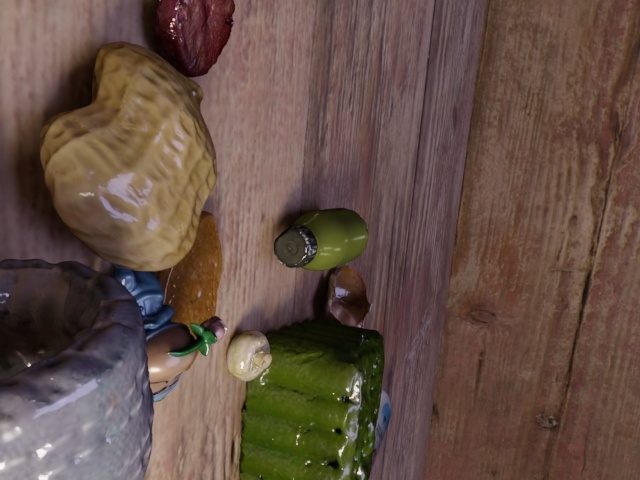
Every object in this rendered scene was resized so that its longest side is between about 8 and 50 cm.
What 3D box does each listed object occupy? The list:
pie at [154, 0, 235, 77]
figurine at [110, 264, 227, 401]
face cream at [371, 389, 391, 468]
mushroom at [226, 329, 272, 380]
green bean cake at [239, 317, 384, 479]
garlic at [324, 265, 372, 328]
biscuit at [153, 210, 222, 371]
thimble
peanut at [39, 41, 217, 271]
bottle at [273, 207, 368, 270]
[{"bbox_3d":[-0.145,-0.266,0.744,0.154,0.036,0.154,18,90,-76],"label":"pie"},{"bbox_3d":[-0.187,0.098,0.694,0.114,0.145,0.178,-29,115,-68],"label":"figurine"},{"bbox_3d":[0.111,0.574,1.720,0.336,0.080,0.163,-59,150,-44],"label":"face cream"},{"bbox_3d":[-0.113,0.185,1.005,0.084,0.068,0.083,-34,133,-47],"label":"mushroom"},{"bbox_3d":[0.008,0.315,1.167,0.319,0.218,0.334,-5,106,-68],"label":"green bean cake"},{"bbox_3d":[0.057,0.134,1.361,0.124,0.099,0.174,103,-2,-55],"label":"garlic"},{"bbox_3d":[-0.179,0.069,0.837,0.142,0.029,0.220,-7,106,-69],"label":"biscuit"},{"bbox_3d":[-0.241,0.131,0.469,0.236,0.205,0.172,-38,135,-55],"label":"thimble"},{"bbox_3d":[-0.182,-0.089,0.642,0.196,0.110,0.233,50,51,-47],"label":"peanut"},{"bbox_3d":[0.000,0.000,1.144,0.260,0.112,0.112,-14,112,-67],"label":"bottle"}]
